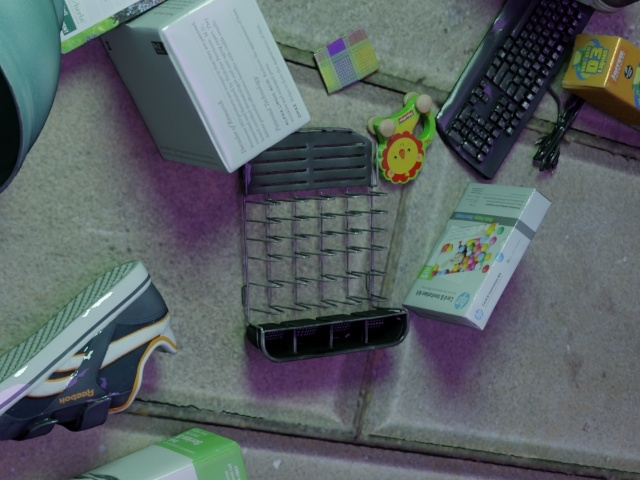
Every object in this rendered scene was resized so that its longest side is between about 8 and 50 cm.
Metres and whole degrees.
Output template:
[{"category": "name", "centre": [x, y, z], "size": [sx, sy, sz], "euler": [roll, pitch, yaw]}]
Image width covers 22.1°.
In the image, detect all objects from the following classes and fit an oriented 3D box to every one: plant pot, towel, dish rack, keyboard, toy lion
[{"category": "plant pot", "centre": [-0.376, -0.205, 1.631], "size": [0.293, 0.293, 0.196], "euler": [56, 40, -23]}, {"category": "towel", "centre": [0.032, -0.221, 2.009], "size": [0.083, 0.009, 0.060], "euler": [-32, 111, -24]}, {"category": "dish rack", "centre": [0.000, 0.000, 1.978], "size": [0.208, 0.074, 0.271], "euler": [-6, 98, -31]}, {"category": "keyboard", "centre": [0.289, -0.216, 2.155], "size": [0.201, 0.033, 0.317], "euler": [39, 76, -29]}, {"category": "toy lion", "centre": [0.106, -0.123, 2.055], "size": [0.100, 0.034, 0.096], "euler": [-35, 119, -24]}]

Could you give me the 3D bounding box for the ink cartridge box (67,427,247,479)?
[{"category": "ink cartridge box", "centre": [-0.211, 0.357, 1.865], "size": [0.273, 0.115, 0.198], "euler": [-19, 105, -29]}]

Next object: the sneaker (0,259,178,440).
[{"category": "sneaker", "centre": [-0.286, 0.161, 1.791], "size": [0.321, 0.126, 0.127], "euler": [-38, 108, -24]}]

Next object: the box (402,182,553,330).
[{"category": "box", "centre": [0.195, 0.017, 2.056], "size": [0.038, 0.145, 0.186], "euler": [35, 78, -27]}]

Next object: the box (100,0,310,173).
[{"category": "box", "centre": [-0.131, -0.186, 1.813], "size": [0.119, 0.181, 0.182], "euler": [-34, 113, -21]}]

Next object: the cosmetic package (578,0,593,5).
[{"category": "cosmetic package", "centre": [0.279, -0.441, 1.994], "size": [0.224, 0.138, 0.224], "euler": [24, 88, 4]}]

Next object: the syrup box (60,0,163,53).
[{"category": "syrup box", "centre": [-0.209, -0.307, 1.770], "size": [0.237, 0.096, 0.093], "euler": [-30, 129, -14]}]

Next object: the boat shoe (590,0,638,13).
[{"category": "boat shoe", "centre": [0.336, -0.425, 2.106], "size": [0.103, 0.092, 0.285], "euler": [-35, 102, -24]}]

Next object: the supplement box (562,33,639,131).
[{"category": "supplement box", "centre": [0.425, -0.199, 2.189], "size": [0.233, 0.080, 0.078], "euler": [21, 84, -40]}]
